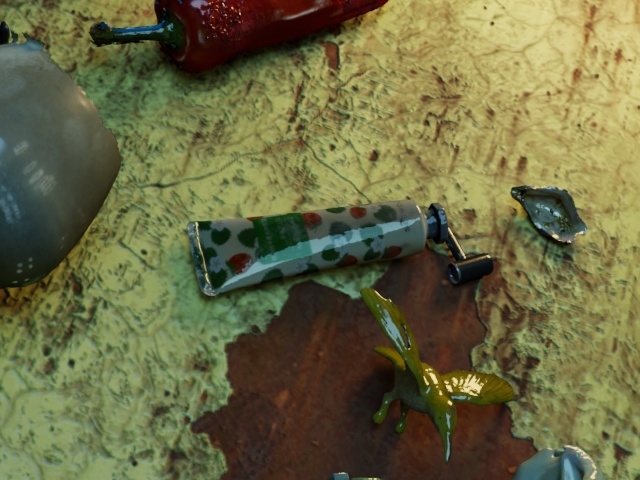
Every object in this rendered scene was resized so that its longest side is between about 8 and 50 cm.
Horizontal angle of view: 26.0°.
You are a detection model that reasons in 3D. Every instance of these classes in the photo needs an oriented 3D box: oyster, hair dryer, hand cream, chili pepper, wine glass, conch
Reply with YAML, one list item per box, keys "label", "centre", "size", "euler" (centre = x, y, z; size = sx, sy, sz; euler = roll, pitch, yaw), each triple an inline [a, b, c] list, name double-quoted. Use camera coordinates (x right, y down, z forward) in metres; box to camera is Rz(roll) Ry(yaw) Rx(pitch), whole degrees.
- label: "oyster"
  centre: [0.260, -0.034, 1.565]
  size: [0.051, 0.034, 0.093]
  euler: [-37, 84, -13]
- label: "hair dryer"
  centre: [0.150, 0.009, 1.519]
  size: [0.047, 0.026, 0.083]
  euler: [-15, 56, -24]
- label: "hand cream"
  centre: [0.000, 0.000, 1.470]
  size: [0.276, 0.059, 0.095]
  euler: [-9, 59, -13]
- label: "chili pepper"
  centre: [-0.075, -0.268, 1.594]
  size: [0.387, 0.110, 0.110]
  euler: [-21, 65, -28]
- label: "wine glass"
  centre: [-0.358, -0.034, 1.305]
  size: [0.238, 0.238, 0.323]
  euler: [38, 61, 11]
- label: "conch"
  centre: [0.246, 0.282, 1.324]
  size: [0.116, 0.106, 0.173]
  euler: [-26, 46, -2]

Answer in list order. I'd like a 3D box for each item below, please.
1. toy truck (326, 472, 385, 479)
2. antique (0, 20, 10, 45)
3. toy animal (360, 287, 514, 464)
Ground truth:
- label: "toy truck"
  centre: [0.052, 0.298, 1.284]
  size: [0.100, 0.077, 0.169]
  euler: [0, 54, -29]
- label: "antique"
  centre: [-0.462, -0.185, 1.436]
  size: [0.284, 0.150, 0.125]
  euler: [-7, 59, -26]
- label: "toy animal"
  centre: [0.103, 0.161, 1.372]
  size: [0.219, 0.095, 0.155]
  euler: [28, 50, -33]
